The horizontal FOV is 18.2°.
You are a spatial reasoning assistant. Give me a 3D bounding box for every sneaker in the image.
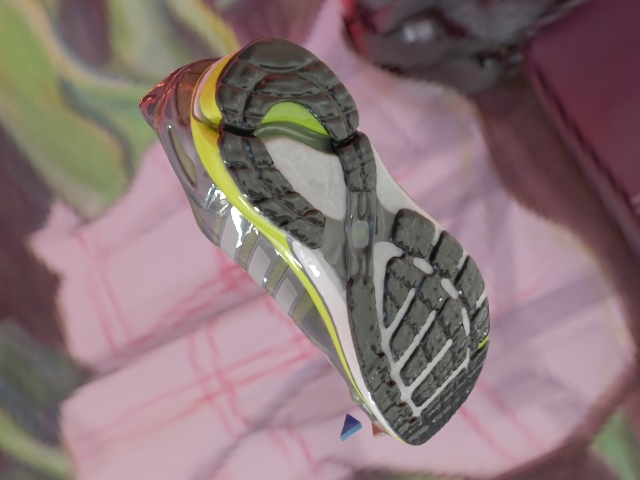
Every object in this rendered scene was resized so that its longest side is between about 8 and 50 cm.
[{"bbox_3d":[0.000,0.000,1.196,0.121,0.111,0.300,14,141,53],"label":"sneaker"}]

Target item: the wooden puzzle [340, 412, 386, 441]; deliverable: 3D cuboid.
[{"bbox_3d":[0.075,0.135,1.666,0.078,0.116,0.014,-83,-25,-56],"label":"wooden puzzle"}]
